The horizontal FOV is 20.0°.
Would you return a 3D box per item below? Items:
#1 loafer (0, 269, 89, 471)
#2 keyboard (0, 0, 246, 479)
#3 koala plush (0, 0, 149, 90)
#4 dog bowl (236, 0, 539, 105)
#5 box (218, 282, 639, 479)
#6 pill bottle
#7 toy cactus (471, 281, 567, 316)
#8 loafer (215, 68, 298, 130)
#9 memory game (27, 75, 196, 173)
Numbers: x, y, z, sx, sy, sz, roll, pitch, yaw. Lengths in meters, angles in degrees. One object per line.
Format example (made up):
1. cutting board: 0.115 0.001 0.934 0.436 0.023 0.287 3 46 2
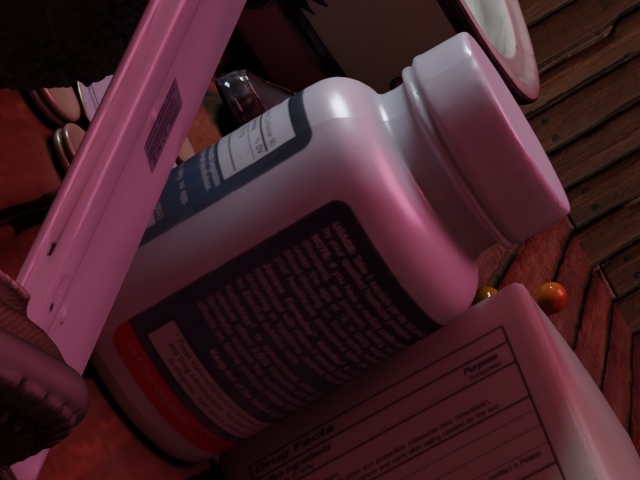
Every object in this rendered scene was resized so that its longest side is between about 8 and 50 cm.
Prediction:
1. loafer: -0.133 -0.002 0.366 0.251 0.094 0.087 39 28 -59
2. keyboard: -0.054 -0.043 0.587 0.072 0.014 0.256 92 18 -62
3. koala plush: -0.114 -0.177 0.695 0.221 0.196 0.203 -92 168 -68
4. dog bowl: 0.008 -0.257 1.313 0.408 0.150 0.408 58 17 -29
5. box: 0.070 0.159 0.687 0.127 0.149 0.232 50 15 -40
6. pill bottle: 0.000 0.000 0.706 0.108 0.180 0.108 56 13 -19
7. toy cactus: 0.100 0.098 1.129 0.180 0.112 0.219 5 63 -64
8. loafer: -0.011 -0.072 1.131 0.062 0.061 0.170 66 14 23
9. memory game: -0.088 -0.039 0.850 0.186 0.012 0.186 56 13 -20
